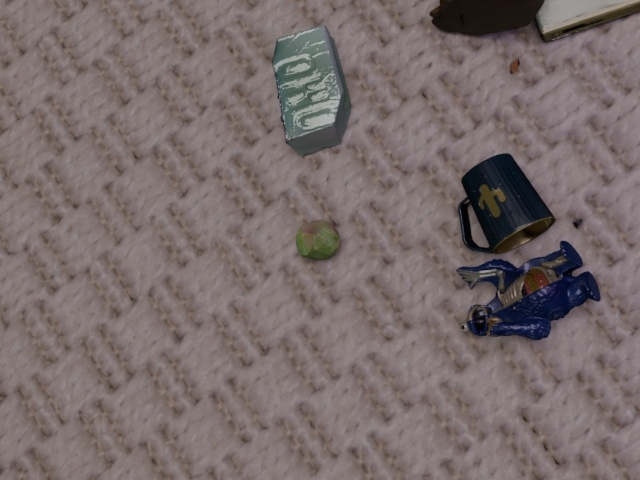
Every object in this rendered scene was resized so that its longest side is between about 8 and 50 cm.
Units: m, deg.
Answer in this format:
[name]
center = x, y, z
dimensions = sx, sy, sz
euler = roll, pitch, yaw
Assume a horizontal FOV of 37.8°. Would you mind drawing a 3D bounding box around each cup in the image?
[cup]
center = 0.333, -0.062, 1.773
dimensions = 0.176, 0.131, 0.155
euler = -35, 70, 31

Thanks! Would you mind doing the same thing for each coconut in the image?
[coconut]
center = 0.000, 0.000, 1.850
dimensions = 0.082, 0.081, 0.083
euler = 26, 104, 49

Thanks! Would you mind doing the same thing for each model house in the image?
[model house]
center = 0.329, -0.532, 1.800
dimensions = 0.219, 0.199, 0.229
euler = 13, 82, 2

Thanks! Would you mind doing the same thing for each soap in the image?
[soap]
center = -0.021, -0.299, 1.890
dimensions = 0.145, 0.091, 0.231
euler = -16, 78, 9

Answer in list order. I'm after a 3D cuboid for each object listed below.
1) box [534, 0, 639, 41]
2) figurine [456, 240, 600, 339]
[box]
center = 0.533, -0.524, 1.829
dimensions = 0.270, 0.045, 0.211
euler = -19, 78, 9
[figurine]
center = 0.384, 0.106, 1.740
dimensions = 0.262, 0.120, 0.164
euler = -16, 79, 25
